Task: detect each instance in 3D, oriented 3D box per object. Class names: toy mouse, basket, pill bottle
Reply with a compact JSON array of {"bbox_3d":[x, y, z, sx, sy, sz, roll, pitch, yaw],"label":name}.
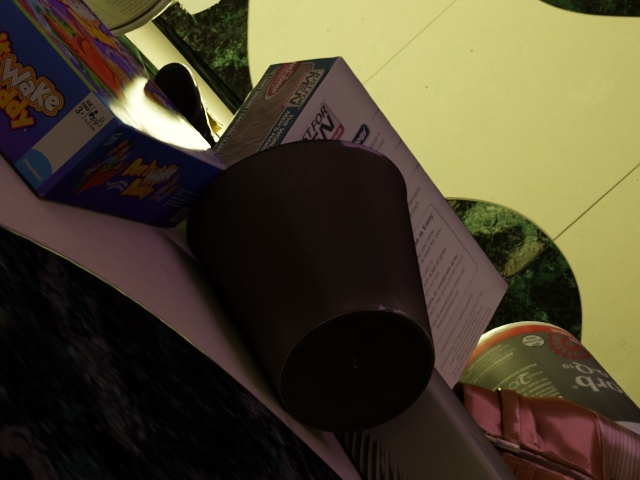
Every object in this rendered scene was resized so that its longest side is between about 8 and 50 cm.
[{"bbox_3d":[-0.131,-0.136,2.171,0.143,0.031,0.161,46,5,-19],"label":"toy mouse"},{"bbox_3d":[0.006,0.039,1.215,0.227,0.204,0.154,-113,-167,-52],"label":"basket"},{"bbox_3d":[0.289,0.262,1.654,0.210,0.210,0.363,45,6,-30],"label":"pill bottle"}]

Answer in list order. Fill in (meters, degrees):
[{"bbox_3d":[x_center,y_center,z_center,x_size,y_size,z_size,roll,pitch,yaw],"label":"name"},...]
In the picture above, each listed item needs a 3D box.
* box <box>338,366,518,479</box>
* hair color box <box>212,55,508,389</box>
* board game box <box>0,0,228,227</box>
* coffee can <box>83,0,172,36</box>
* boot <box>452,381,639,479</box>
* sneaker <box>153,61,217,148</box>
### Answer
[{"bbox_3d":[0.087,0.178,1.232,0.113,0.094,0.275,45,5,-36],"label":"box"},{"bbox_3d":[0.036,0.000,1.451,0.105,0.174,0.347,1,-41,45],"label":"hair color box"},{"bbox_3d":[-0.210,-0.130,1.161,0.233,0.078,0.347,49,5,8],"label":"board game box"},{"bbox_3d":[-0.265,-0.328,1.355,0.201,0.201,0.275,50,11,27],"label":"coffee can"},{"bbox_3d":[0.208,0.274,1.361,0.220,0.283,0.109,19,-28,-15],"label":"boot"},{"bbox_3d":[-0.123,-0.088,1.430,0.089,0.051,0.170,-1,79,-77],"label":"sneaker"}]
